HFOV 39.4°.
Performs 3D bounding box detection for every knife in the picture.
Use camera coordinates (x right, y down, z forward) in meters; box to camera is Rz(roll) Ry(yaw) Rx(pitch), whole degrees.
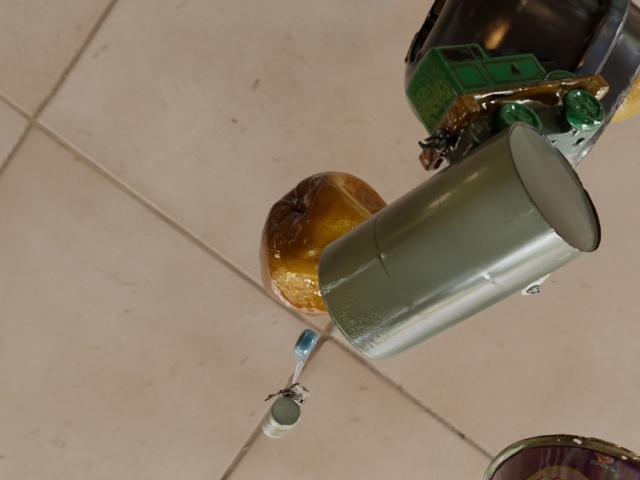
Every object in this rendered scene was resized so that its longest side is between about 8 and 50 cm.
[{"bbox_3d":[-0.032,0.220,1.697,0.032,0.244,0.058,26,67,7],"label":"knife"}]

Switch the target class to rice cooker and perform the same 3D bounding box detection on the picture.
[{"bbox_3d":[0.227,-0.217,1.029,0.224,0.267,0.267,27,93,-5],"label":"rice cooker"}]

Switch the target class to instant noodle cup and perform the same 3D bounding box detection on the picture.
[{"bbox_3d":[0.369,0.493,1.313,0.340,0.266,0.339,13,125,20],"label":"instant noodle cup"}]

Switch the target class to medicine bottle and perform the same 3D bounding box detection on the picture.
[{"bbox_3d":[-0.061,0.271,1.362,0.047,0.083,0.047,6,64,-12],"label":"medicine bottle"}]

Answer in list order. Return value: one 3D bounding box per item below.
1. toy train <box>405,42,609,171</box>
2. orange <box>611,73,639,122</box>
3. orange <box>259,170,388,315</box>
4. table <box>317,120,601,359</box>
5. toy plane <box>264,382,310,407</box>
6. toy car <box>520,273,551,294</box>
[{"bbox_3d":[0.175,-0.127,0.852,0.228,0.091,0.136,-15,64,-30],"label":"toy train"},{"bbox_3d":[0.615,-0.360,1.897,0.236,0.236,0.236,0,88,10],"label":"orange"},{"bbox_3d":[0.000,0.000,1.424,0.249,0.249,0.183,-38,106,7],"label":"orange"},{"bbox_3d":[0.116,0.006,0.788,0.220,0.126,0.126,-34,82,34],"label":"table"},{"bbox_3d":[-0.049,0.270,1.524,0.049,0.121,0.031,42,55,-12],"label":"toy plane"},{"bbox_3d":[0.445,0.038,1.844,0.056,0.205,0.095,3,56,-17],"label":"toy car"}]
